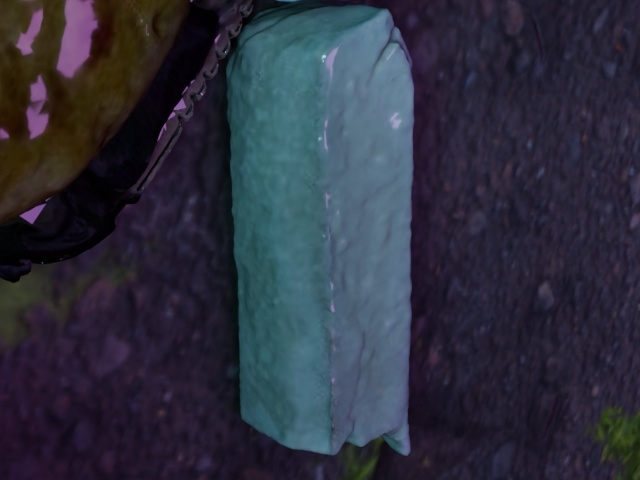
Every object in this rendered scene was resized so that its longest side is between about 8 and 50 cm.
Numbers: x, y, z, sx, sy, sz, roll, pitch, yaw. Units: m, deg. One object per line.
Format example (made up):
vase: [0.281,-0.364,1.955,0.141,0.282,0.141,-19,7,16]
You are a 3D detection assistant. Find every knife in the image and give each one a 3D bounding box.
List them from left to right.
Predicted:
knife: [-0.033,-0.139,0.557,0.365,0.043,0.089,-58,137,-12]

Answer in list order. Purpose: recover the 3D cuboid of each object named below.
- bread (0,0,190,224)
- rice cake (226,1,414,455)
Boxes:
bread: [-0.140,-0.105,0.415,0.230,0.123,0.230,-13,109,-44]
rice cake: [0.000,-0.001,0.621,0.063,0.069,0.206,-19,119,-40]
